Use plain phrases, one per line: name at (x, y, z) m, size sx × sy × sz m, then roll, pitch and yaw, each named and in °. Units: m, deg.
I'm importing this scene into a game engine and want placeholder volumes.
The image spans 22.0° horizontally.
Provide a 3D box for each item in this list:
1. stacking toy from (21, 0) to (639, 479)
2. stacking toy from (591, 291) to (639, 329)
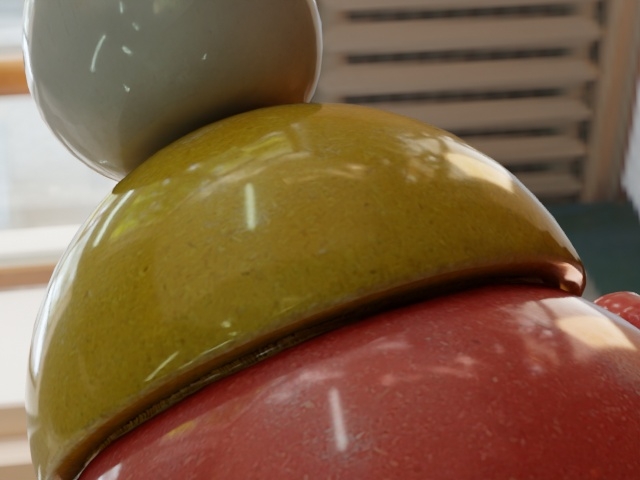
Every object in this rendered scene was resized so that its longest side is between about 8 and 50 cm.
stacking toy at (0.011, 0.073, 0.595) m, size 0.350 × 0.351 × 0.480 m, roll 103°, pitch 148°, yaw -65°
stacking toy at (0.283, 0.029, 0.943) m, size 0.166 × 0.302 × 0.175 m, roll 50°, pitch 171°, yaw -10°
